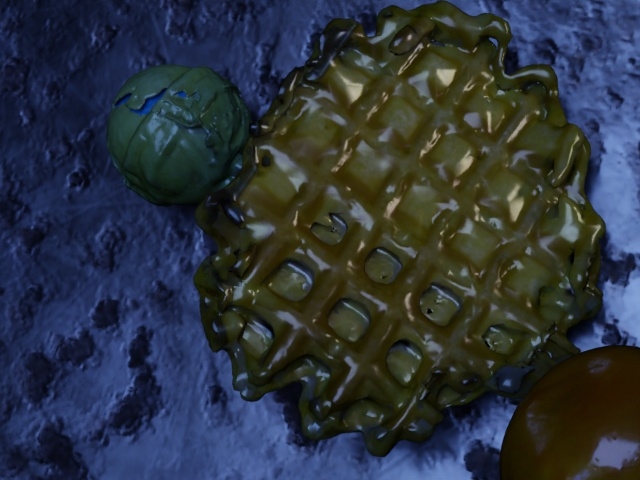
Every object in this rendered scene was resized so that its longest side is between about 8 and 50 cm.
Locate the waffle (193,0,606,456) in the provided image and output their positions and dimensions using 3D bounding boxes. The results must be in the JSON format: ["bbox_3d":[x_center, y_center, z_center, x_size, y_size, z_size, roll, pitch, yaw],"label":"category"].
[{"bbox_3d":[0.048,-0.013,1.034,0.262,0.060,0.280,-10,79,-11],"label":"waffle"}]

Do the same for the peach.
[{"bbox_3d":[0.172,0.132,0.976,0.138,0.138,0.138,-3,77,14],"label":"peach"}]

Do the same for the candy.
[{"bbox_3d":[0.000,0.000,1.085,0.335,0.092,0.093,38,52,11],"label":"candy"}]
